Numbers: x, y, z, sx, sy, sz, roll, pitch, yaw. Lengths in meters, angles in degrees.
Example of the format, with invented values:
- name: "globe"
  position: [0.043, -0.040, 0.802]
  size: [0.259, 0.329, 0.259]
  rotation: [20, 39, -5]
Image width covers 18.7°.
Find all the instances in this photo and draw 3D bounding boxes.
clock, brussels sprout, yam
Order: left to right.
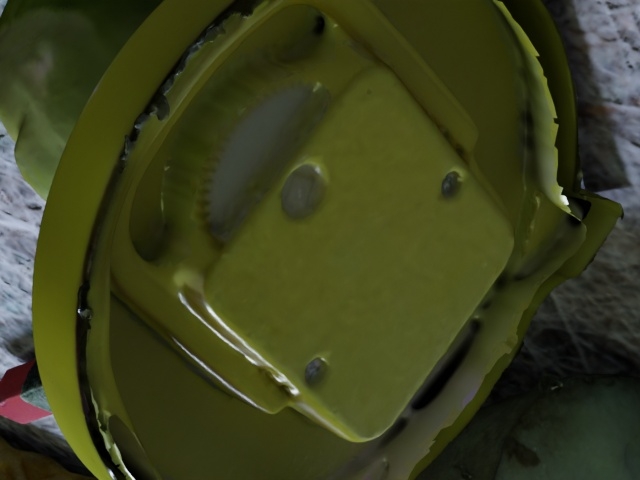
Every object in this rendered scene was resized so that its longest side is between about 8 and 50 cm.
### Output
- name: "brussels sprout"
  position: [-0.066, -0.077, 0.880]
  size: [0.151, 0.149, 0.122]
  rotation: [2, 141, -38]
- name: "clock"
  position: [-0.003, -0.002, 0.834]
  size: [0.071, 0.277, 0.293]
  rotation: [28, 161, 41]
- name: "yam"
  position: [0.075, 0.193, 1.101]
  size: [0.195, 0.195, 0.300]
  rotation: [41, 141, -21]

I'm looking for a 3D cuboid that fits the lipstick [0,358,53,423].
- name: "lipstick"
  position: [-0.109, 0.066, 1.172]
  size: [0.051, 0.051, 0.312]
  rotation: [40, 145, -21]

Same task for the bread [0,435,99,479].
- name: "bread"
  position: [-0.150, 0.216, 1.365]
  size: [0.367, 0.077, 0.084]
  rotation: [22, 147, 6]
